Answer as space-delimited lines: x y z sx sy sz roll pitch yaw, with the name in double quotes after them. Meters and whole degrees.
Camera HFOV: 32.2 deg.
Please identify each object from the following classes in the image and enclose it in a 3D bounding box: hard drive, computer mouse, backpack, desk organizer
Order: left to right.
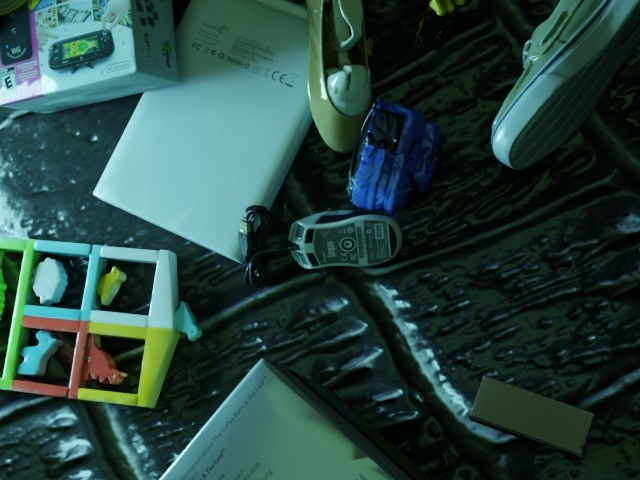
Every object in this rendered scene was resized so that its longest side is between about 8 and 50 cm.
-0.119 -0.156 1.377 0.210 0.040 0.319 24 83 15 "hard drive"
0.000 0.000 1.309 0.193 0.042 0.106 -4 118 2 "computer mouse"
0.085 -0.090 1.292 0.101 0.098 0.120 18 81 11 "backpack"
0.233 0.195 1.227 0.130 0.047 0.050 18 80 15 "desk organizer"

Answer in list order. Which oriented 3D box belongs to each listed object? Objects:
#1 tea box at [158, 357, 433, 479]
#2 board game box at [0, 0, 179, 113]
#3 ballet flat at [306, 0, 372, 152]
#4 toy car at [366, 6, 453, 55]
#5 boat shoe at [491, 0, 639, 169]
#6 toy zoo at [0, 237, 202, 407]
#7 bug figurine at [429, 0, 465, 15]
-0.047 0.325 1.111 0.220 0.323 0.329 40 89 17 "tea box"
-0.299 -0.327 1.368 0.224 0.097 0.303 -8 84 28 "board game box"
0.024 -0.219 1.307 0.080 0.073 0.232 -12 97 -27 "ballet flat"
0.100 -0.262 1.350 0.122 0.060 0.040 -2 46 4 "toy car"
0.286 -0.212 1.287 0.094 0.109 0.302 34 77 31 "boat shoe"
-0.288 0.100 1.361 0.293 0.030 0.192 5 79 13 "toy zoo"
0.100 -0.403 1.328 0.216 0.072 0.279 -35 70 -28 "bug figurine"
